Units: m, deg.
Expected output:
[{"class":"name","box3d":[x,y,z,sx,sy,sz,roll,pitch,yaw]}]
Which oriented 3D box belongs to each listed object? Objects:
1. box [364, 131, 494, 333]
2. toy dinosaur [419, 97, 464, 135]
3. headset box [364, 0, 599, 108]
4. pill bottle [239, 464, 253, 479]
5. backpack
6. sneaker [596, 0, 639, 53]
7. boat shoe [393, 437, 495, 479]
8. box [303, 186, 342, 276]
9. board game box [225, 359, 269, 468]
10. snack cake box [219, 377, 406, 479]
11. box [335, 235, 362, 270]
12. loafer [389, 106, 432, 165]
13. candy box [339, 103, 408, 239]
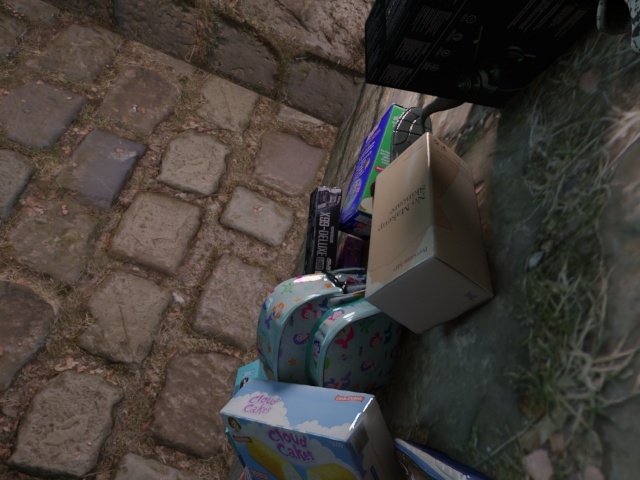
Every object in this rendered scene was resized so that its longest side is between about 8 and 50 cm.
[{"class":"box","box3d":[0.172,-0.023,0.700,0.148,0.121,0.311,-41,25,37]},{"class":"toy dinosaur","box3d":[0.291,-0.362,0.851,0.121,0.160,0.314,-155,76,-66]},{"class":"headset box","box3d":[0.240,-0.340,0.642,0.246,0.282,0.131,130,143,-68]},{"class":"pill bottle","box3d":[-0.044,0.433,0.875,0.176,0.176,0.319,-93,26,-70]},{"class":"backpack","box3d":[0.017,0.175,0.780,0.191,0.253,0.225,38,125,58]},{"class":"sneaker","box3d":[0.344,-0.336,0.470,0.182,0.157,0.411,95,-169,-46]},{"class":"boat shoe","box3d":[0.131,0.286,0.501,0.183,0.066,0.066,139,149,-72]},{"class":"box","box3d":[0.000,0.000,1.304,0.242,0.076,0.308,-174,89,-84]},{"class":"board game box","box3d":[-0.170,0.541,1.228,0.336,0.079,0.254,-116,3,-79]},{"class":"snack cake box","box3d":[-0.019,0.311,0.652,0.264,0.152,0.089,-10,20,40]},{"class":"box","box3d":[0.059,0.152,1.296,0.293,0.057,0.201,-79,12,-50]},{"class":"loafer","box3d":[0.198,-0.192,0.998,0.084,0.096,0.268,116,170,-66]},{"class":"candy box","box3d":[0.166,-0.180,1.204,0.268,0.122,0.318,143,145,-78]}]
